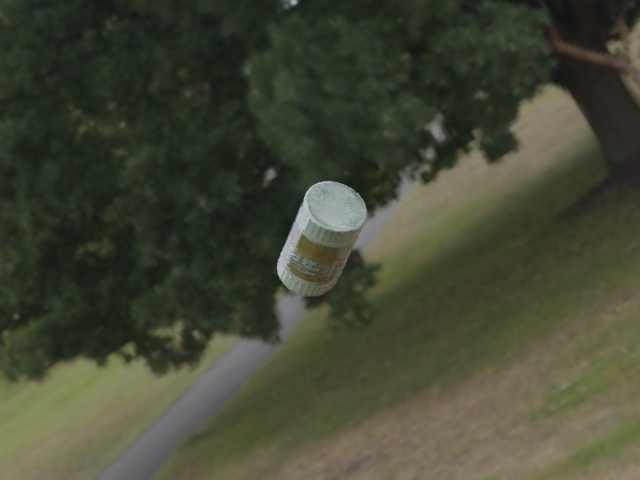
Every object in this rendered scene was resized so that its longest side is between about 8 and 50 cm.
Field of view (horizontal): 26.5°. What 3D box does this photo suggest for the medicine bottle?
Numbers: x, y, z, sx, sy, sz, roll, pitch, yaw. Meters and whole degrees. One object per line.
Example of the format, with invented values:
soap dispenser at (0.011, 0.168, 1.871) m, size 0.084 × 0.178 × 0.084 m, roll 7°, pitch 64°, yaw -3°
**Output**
medicine bottle at (0.000, 0.000, 0.972) m, size 0.047 × 0.047 × 0.083 m, roll -35°, pitch -20°, yaw -35°
